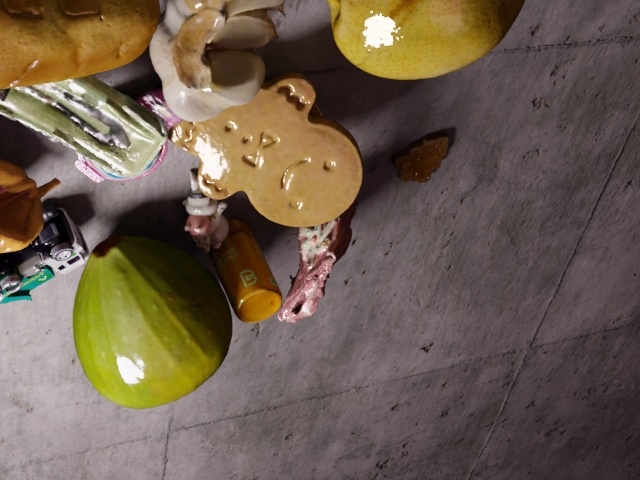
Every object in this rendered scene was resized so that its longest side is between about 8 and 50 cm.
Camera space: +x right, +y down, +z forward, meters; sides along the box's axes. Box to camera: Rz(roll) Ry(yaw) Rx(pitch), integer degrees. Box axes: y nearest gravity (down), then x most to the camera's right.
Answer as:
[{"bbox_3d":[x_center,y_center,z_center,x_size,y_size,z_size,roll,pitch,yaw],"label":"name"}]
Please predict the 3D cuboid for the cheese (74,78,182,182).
[{"bbox_3d":[-0.300,-0.182,1.776,0.244,0.062,0.155,-37,124,15],"label":"cheese"}]

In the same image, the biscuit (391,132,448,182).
[{"bbox_3d":[0.204,-0.166,2.152,0.130,0.019,0.119,-42,140,17],"label":"biscuit"}]

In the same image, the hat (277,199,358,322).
[{"bbox_3d":[0.000,0.000,2.037,0.107,0.286,0.237,31,138,-10],"label":"hat"}]

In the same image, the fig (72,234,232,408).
[{"bbox_3d":[-0.320,0.133,1.968,0.316,0.316,0.316,-17,140,-15],"label":"fig"}]

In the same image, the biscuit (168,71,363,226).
[{"bbox_3d":[-0.087,-0.155,1.851,0.355,0.052,0.275,38,112,-22],"label":"biscuit"}]

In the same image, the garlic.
[{"bbox_3d":[-0.158,-0.317,1.651,0.203,0.184,0.281,-17,125,-51],"label":"garlic"}]

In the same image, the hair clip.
[{"bbox_3d":[-0.390,-0.217,1.661,0.321,0.091,0.138,30,116,-25],"label":"hair clip"}]

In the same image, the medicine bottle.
[{"bbox_3d":[-0.146,0.056,2.048,0.096,0.192,0.096,-17,141,-14],"label":"medicine bottle"}]

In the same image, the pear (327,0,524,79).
[{"bbox_3d":[0.157,-0.398,1.657,0.314,0.314,0.314,-17,140,-15],"label":"pear"}]

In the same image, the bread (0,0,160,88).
[{"bbox_3d":[-0.390,-0.299,1.478,0.344,0.149,0.195,-18,149,-39],"label":"bread"}]

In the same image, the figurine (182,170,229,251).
[{"bbox_3d":[-0.208,-0.048,1.970,0.081,0.098,0.146,-12,142,-1],"label":"figurine"}]

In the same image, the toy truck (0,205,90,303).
[{"bbox_3d":[-0.509,0.038,1.884,0.216,0.110,0.116,-30,155,1],"label":"toy truck"}]

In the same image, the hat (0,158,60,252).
[{"bbox_3d":[-0.517,-0.076,1.719,0.233,0.233,0.244,-20,115,-39],"label":"hat"}]

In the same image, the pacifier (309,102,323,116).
[{"bbox_3d":[-0.026,-0.213,1.935,0.078,0.081,0.099,-36,133,-49],"label":"pacifier"}]
